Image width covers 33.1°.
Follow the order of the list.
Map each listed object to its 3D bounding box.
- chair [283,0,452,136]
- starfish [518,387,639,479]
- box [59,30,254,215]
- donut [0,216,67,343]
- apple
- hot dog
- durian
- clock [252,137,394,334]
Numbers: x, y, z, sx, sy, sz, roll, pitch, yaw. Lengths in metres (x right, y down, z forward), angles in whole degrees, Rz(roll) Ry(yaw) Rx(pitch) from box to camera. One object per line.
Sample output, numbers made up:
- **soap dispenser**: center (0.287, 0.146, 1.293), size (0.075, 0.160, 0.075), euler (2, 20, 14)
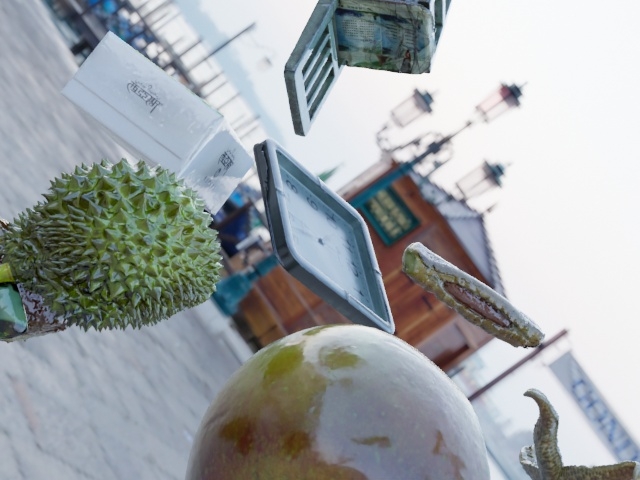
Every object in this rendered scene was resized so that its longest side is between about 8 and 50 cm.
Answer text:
- **chair**: center (0.071, -0.257, 1.341), size (0.147, 0.270, 0.136), euler (12, -30, 14)
- **starfish**: center (0.415, 0.400, 1.767), size (0.327, 0.094, 0.375), euler (23, -39, 61)
- **box**: center (-0.210, -0.149, 1.454), size (0.194, 0.111, 0.260), euler (37, -2, 9)
- **donut**: center (-0.375, 0.030, 1.163), size (0.295, 0.112, 0.151), euler (22, 67, -66)
- **apple**: center (0.031, 0.290, 1.268), size (0.384, 0.374, 0.374), euler (54, 1, -12)
- **hot dog**: center (0.250, 0.098, 1.774), size (0.289, 0.068, 0.083), euler (31, 7, -19)
- **durian**: center (-0.178, 0.005, 0.918), size (0.159, 0.198, 0.146), euler (6, 79, -61)
- **clock**: center (-0.001, 0.000, 1.661), size (0.279, 0.049, 0.273), euler (40, 26, -39)
